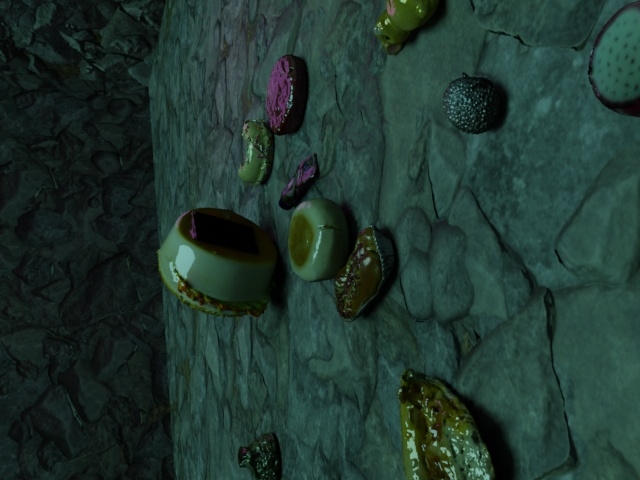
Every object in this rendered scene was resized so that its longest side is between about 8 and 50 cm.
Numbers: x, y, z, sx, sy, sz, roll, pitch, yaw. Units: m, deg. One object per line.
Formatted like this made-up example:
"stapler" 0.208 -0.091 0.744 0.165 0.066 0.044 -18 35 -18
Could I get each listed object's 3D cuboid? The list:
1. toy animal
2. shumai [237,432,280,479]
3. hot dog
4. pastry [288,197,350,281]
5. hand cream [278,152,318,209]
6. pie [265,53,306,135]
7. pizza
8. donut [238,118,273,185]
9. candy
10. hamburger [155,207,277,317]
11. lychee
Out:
"toy animal" 0.117 -0.322 0.999 0.159 0.070 0.083 132 133 -65
"shumai" -0.146 0.510 1.553 0.099 0.087 0.123 136 130 -58
"hot dog" 0.066 0.058 1.110 0.191 0.059 0.108 113 154 -46
"pastry" 0.000 0.000 1.227 0.156 0.092 0.156 178 90 -67
"hand cream" -0.048 -0.118 1.423 0.163 0.039 0.062 128 154 -52
"pie" -0.079 -0.321 1.493 0.182 0.050 0.182 -178 90 -66
"pizza" 0.166 0.318 0.821 0.182 0.074 0.365 112 150 -59
"donut" -0.161 -0.211 1.662 0.108 0.065 0.165 -133 48 -59
"candy" 0.286 -0.161 0.600 0.103 0.043 0.103 -179 90 -68
"hamburger" -0.239 0.056 1.568 0.179 0.276 0.294 -63 27 26
"lychee" 0.185 -0.168 0.827 0.067 0.068 0.083 40 -145 -64
